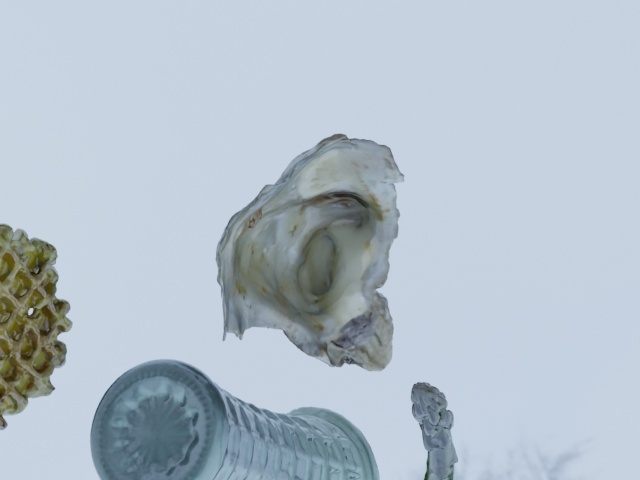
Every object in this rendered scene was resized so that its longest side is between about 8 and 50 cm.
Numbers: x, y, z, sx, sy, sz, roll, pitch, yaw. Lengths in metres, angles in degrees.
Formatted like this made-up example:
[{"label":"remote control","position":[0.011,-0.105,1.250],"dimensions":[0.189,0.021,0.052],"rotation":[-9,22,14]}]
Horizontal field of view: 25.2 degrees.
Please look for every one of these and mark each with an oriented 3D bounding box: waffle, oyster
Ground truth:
[{"label":"waffle","position":[-0.273,0.073,1.169],"dimensions":[0.038,0.191,0.191],"rotation":[17,7,35]},{"label":"oyster","position":[-0.009,0.012,1.008],"dimensions":[0.161,0.107,0.232],"rotation":[-36,-34,-4]}]

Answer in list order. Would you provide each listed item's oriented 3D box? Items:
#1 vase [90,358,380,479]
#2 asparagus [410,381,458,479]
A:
[{"label":"vase","position":[-0.065,0.180,1.165],"dimensions":[0.143,0.143,0.299],"rotation":[-26,-24,13]},{"label":"asparagus","position":[0.077,0.160,0.988],"dimensions":[0.034,0.027,0.236],"rotation":[-14,-38,-8]}]
